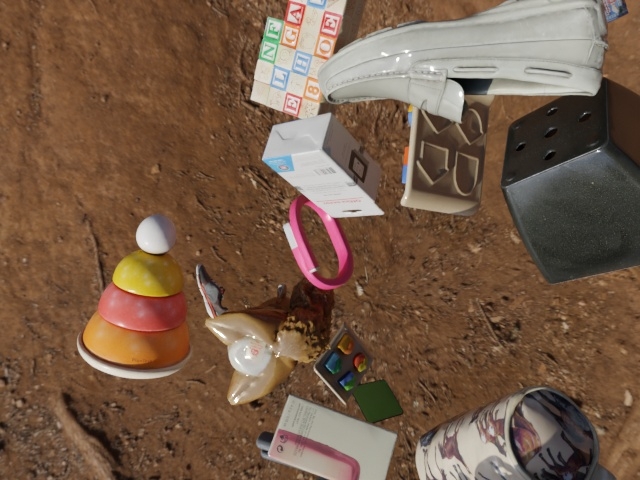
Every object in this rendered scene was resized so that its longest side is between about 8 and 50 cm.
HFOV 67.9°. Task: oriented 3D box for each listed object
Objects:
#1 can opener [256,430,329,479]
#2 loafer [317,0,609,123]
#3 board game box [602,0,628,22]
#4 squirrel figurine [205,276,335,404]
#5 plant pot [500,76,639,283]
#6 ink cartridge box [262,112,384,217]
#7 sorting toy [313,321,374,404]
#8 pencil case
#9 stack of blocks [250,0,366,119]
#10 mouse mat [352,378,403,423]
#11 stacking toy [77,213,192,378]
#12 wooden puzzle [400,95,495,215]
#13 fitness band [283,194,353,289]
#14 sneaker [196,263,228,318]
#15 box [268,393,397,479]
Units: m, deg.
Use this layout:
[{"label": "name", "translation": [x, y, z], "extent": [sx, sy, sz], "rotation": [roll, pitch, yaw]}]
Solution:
[{"label": "can opener", "translation": [-0.041, 0.536, 1.129], "extent": [0.283, 0.095, 0.076], "rotation": [1, 121, 30]}, {"label": "loafer", "translation": [0.145, -0.190, 0.544], "extent": [0.319, 0.112, 0.112], "rotation": [-3, 93, 27]}, {"label": "board game box", "translation": [0.469, -0.418, 0.962], "extent": [0.194, 0.194, 0.060], "rotation": [-26, 96, -27]}, {"label": "squirrel figurine", "translation": [-0.115, 0.275, 1.514], "extent": [0.396, 0.370, 0.281], "rotation": [-20, 95, 16]}, {"label": "plant pot", "translation": [0.332, -0.083, 0.597], "extent": [0.167, 0.188, 0.188], "rotation": [37, 54, -22]}, {"label": "ink cartridge box", "translation": [0.016, -0.100, 0.689], "extent": [0.104, 0.180, 0.060], "rotation": [-1, 65, 36]}, {"label": "sorting toy", "translation": [0.088, 0.408, 1.587], "extent": [0.193, 0.038, 0.208], "rotation": [53, 55, -23]}, {"label": "pencil case", "translation": [0.322, 0.403, 0.882], "extent": [0.159, 0.410, 0.184], "rotation": [-26, 69, -25]}, {"label": "stack of blocks", "translation": [-0.025, -0.414, 0.987], "extent": [0.171, 0.087, 0.297], "rotation": [26, 114, 21]}, {"label": "mouse mat", "translation": [0.210, 0.595, 1.768], "extent": [0.007, 0.189, 0.153], "rotation": [-59, 46, 34]}, {"label": "stacking toy", "translation": [-0.531, 0.150, 1.486], "extent": [0.350, 0.350, 0.480], "rotation": [19, 102, 8]}, {"label": "wooden puzzle", "translation": [0.327, -0.250, 1.256], "extent": [0.080, 0.322, 0.348], "rotation": [14, 97, 49]}, {"label": "fitness band", "translation": [0.000, 0.000, 1.397], "extent": [0.054, 0.209, 0.291], "rotation": [-25, 85, 39]}, {"label": "sneaker", "translation": [-0.303, 0.136, 1.341], "extent": [0.064, 0.061, 0.158], "rotation": [-19, 90, -7]}, {"label": "box", "translation": [0.022, 0.417, 0.985], "extent": [0.232, 0.149, 0.127], "rotation": [19, 72, 4]}]
